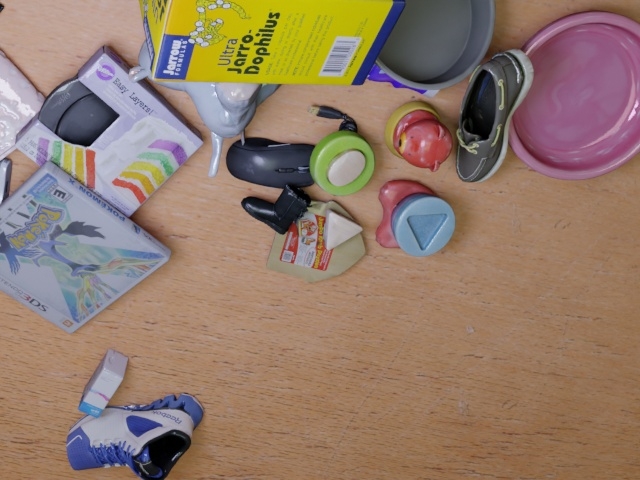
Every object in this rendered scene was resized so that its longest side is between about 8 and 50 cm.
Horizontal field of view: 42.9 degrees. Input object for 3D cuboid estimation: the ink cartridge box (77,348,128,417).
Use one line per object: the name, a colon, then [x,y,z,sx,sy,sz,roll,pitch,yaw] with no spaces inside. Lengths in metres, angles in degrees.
ink cartridge box: [-0.475,0.312,1.783,0.052,0.088,0.122,28,110,-17]

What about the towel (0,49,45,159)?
towel: [-0.716,-0.261,1.484,0.317,0.053,0.332,-39,113,0]

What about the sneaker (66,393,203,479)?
sneaker: [-0.418,0.453,1.804,0.315,0.182,0.128,-17,114,2]

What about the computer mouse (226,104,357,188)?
computer mouse: [-0.049,-0.179,1.608,0.262,0.060,0.184,9,115,-10]

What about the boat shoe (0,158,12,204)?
boat shoe: [-0.639,-0.097,1.603,0.040,0.049,0.142,15,107,-5]

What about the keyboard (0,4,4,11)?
keyboard: [-0.648,-0.446,1.426,0.180,0.023,0.108,36,67,-30]

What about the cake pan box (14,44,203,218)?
cake pan box: [-0.398,-0.195,1.536,0.245,0.070,0.267,-43,121,6]

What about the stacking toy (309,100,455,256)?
stacking toy: [0.136,-0.093,1.598,0.279,0.130,0.309,-13,118,-12]

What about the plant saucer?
plant saucer: [0.508,-0.285,1.597,0.332,0.084,0.332,-2,116,-4]

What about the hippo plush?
hippo plush: [-0.197,-0.325,1.478,0.236,0.234,0.294,36,147,0]

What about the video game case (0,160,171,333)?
video game case: [-0.515,0.028,1.612,0.329,0.036,0.300,-35,122,26]

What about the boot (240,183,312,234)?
boot: [-0.085,-0.074,1.627,0.121,0.045,0.099,35,123,-11]

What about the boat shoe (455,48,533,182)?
boat shoe: [0.306,-0.224,1.549,0.091,0.109,0.305,-21,145,-28]

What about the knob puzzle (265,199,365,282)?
knob puzzle: [0.000,0.000,1.713,0.213,0.030,0.213,-2,114,-4]

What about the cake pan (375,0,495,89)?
cake pan: [0.179,-0.414,1.459,0.293,0.054,0.293,-1,94,-23]

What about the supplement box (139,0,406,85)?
supplement box: [-0.084,-0.375,1.251,0.356,0.194,0.195,-4,151,-23]

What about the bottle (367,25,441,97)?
bottle: [0.103,-0.359,1.519,0.282,0.092,0.118,26,109,-16]
